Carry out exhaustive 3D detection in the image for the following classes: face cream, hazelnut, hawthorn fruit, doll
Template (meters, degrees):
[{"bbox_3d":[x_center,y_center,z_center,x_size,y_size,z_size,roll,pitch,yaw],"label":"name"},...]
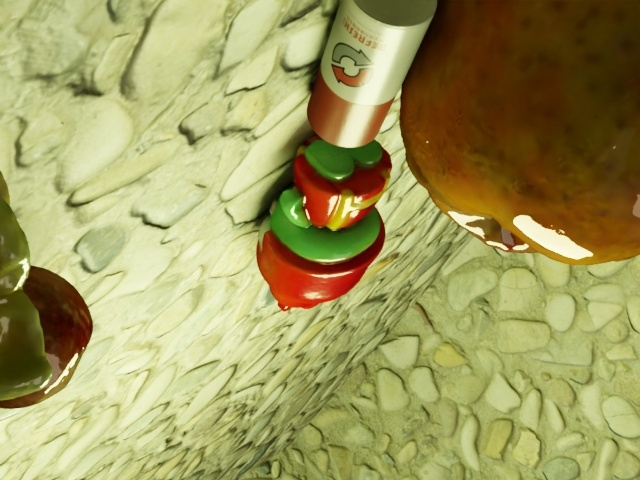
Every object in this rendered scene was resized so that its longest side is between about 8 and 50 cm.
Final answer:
[{"bbox_3d":[0.051,-0.201,1.076,0.096,0.096,0.214,-34,163,-29],"label":"face cream"},{"bbox_3d":[-0.303,0.093,0.943,0.154,0.143,0.143,-31,170,23],"label":"hazelnut"},{"bbox_3d":[0.294,-0.194,1.115,0.472,0.472,0.472,-39,164,-13],"label":"hawthorn fruit"},{"bbox_3d":[0.000,-0.001,1.368,0.183,0.160,0.363,-33,163,-34],"label":"doll"}]

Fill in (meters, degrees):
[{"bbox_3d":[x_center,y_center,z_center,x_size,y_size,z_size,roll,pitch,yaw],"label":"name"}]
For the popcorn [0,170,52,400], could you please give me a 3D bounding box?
[{"bbox_3d":[-0.275,-0.002,0.557,0.259,0.259,0.212,-22,123,-52],"label":"popcorn"}]
